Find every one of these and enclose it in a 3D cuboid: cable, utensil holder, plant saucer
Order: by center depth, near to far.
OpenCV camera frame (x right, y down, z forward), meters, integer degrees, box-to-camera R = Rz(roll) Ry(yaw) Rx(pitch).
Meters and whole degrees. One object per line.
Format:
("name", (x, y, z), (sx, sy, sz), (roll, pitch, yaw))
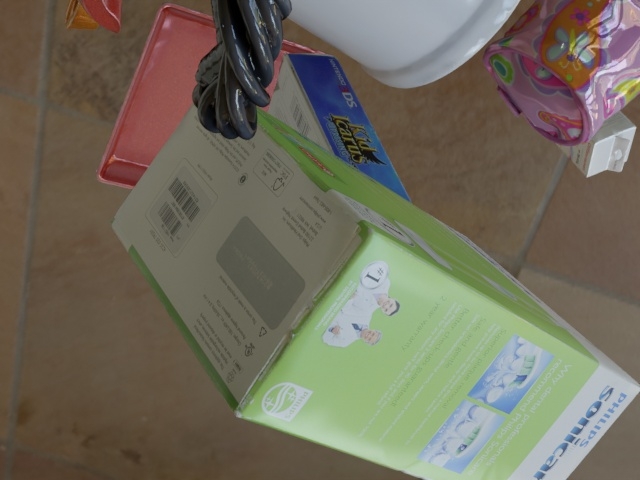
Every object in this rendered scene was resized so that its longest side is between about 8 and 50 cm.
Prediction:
("cable", (-0.040, -0.117, 0.426), (0.047, 0.184, 0.150), (4, 109, -9))
("utensil holder", (0.021, -0.408, 1.145), (0.385, 0.327, 0.327), (25, 128, -33))
("plant saucer", (-0.142, -0.172, 1.315), (0.258, 0.047, 0.259), (12, 117, -30))

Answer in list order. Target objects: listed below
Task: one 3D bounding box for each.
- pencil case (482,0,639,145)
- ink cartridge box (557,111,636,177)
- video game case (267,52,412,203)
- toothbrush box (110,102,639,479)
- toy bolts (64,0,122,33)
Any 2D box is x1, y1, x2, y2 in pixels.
("pencil case", (0.270, -0.211, 0.837), (0.284, 0.124, 0.124), (-47, 105, -10))
("ink cartridge box", (0.492, -0.191, 1.775), (0.090, 0.143, 0.092), (-22, 142, -13))
("video game case", (0.000, 0.000, 0.946), (0.061, 0.269, 0.244), (-2, 138, -24))
("toothbrush box", (0.038, 0.041, 0.632), (0.283, 0.206, 0.122), (26, 103, -41))
("toy bolts", (-0.244, -0.272, 0.854), (0.158, 0.228, 0.218), (15, 129, -23))
